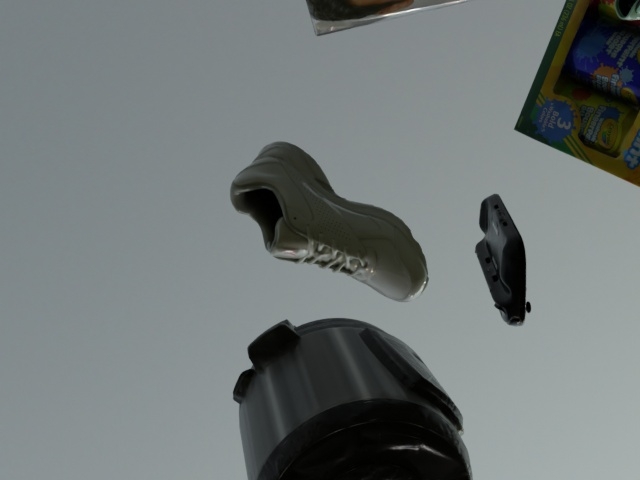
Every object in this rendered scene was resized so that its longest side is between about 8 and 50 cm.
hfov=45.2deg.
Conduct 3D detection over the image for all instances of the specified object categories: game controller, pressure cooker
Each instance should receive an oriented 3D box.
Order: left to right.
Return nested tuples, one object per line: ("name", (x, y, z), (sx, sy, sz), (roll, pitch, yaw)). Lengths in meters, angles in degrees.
("pressure cooker", (0.035, 0.340, 1.363), (0.375, 0.420, 0.370), (3, -70, -12))
("game controller", (0.342, 0.028, 1.436), (0.067, 0.319, 0.167), (5, -69, 1))

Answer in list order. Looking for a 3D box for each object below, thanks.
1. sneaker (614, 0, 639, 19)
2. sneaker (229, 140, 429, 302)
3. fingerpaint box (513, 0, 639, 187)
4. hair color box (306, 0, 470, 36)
("sneaker", (0.500, -0.343, 1.155), (0.151, 0.094, 0.256), (-25, -41, -6))
("sneaker", (0.000, 0.000, 0.787), (0.232, 0.090, 0.115), (35, -138, 12))
("fingerpaint box", (0.683, -0.374, 1.658), (0.163, 0.371, 0.445), (-15, -50, -50))
("hair color box", (0.150, -0.395, 0.945), (0.374, 0.114, 0.185), (-10, -38, 9))
